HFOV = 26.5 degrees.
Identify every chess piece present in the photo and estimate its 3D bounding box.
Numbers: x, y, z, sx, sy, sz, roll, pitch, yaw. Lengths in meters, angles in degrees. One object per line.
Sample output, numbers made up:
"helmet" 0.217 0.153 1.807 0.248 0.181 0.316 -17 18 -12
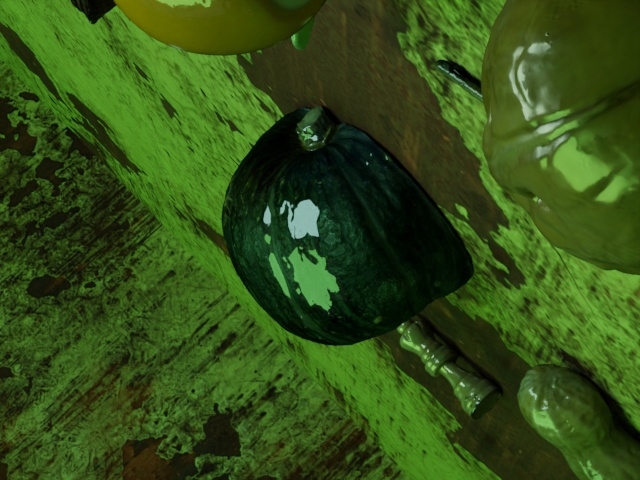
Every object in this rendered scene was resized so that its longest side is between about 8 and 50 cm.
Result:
"chess piece" 0.169 0.167 1.854 0.172 0.060 0.060 45 168 25

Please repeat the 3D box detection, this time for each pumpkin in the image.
"pumpkin" 0.000 0.000 1.570 0.263 0.197 0.293 56 164 -25

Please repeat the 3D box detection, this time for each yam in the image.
"yam" 0.134 -0.123 1.127 0.107 0.014 0.014 40 166 32

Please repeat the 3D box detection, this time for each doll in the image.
"doll" -0.061 -0.249 1.047 0.213 0.213 0.236 44 -154 20

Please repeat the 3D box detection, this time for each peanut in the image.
"peanut" 0.295 0.212 1.487 0.193 0.089 0.089 46 169 -11

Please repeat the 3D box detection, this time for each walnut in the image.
"walnut" 0.177 -0.075 0.736 0.193 0.193 0.226 46 172 10

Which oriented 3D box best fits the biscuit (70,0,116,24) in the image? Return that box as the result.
"biscuit" -0.259 -0.346 1.579 0.070 0.106 0.252 47 168 8
